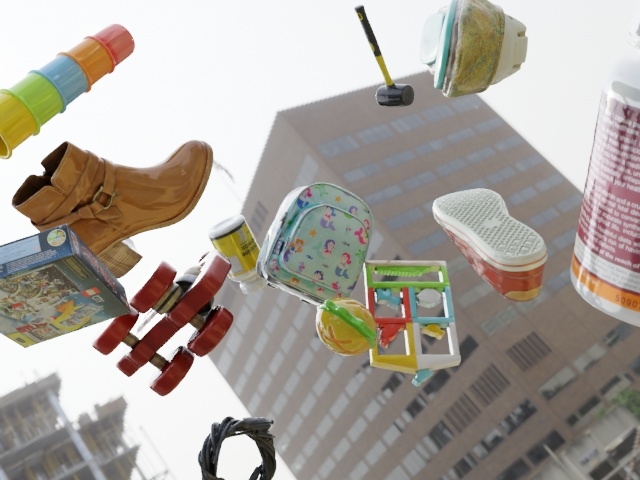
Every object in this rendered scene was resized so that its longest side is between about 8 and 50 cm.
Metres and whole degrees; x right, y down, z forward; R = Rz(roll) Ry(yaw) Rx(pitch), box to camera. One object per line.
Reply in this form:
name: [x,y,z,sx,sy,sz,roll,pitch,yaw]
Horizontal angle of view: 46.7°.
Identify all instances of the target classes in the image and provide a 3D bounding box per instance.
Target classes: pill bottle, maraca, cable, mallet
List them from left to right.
cable: [-0.137,0.359,1.188,0.184,0.047,0.150,14,-96,-57]
pill bottle: [-0.198,0.036,1.840,0.103,0.184,0.103,-23,18,8]
maraca: [0.048,0.152,1.334,0.099,0.127,0.185,-56,-6,-15]
mallet: [0.105,-0.301,1.224,0.039,0.062,0.189,-51,-44,-30]
pill bottle: [0.448,-0.104,0.904,0.224,0.224,0.392,-23,-55,-37]

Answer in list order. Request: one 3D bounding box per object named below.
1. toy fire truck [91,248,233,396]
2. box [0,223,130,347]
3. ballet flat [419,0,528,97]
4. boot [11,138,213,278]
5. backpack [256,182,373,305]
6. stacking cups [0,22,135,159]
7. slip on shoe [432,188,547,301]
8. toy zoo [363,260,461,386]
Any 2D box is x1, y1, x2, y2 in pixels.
toy fire truck: [-0.274,0.124,1.404,0.302,0.169,0.254,-45,14,24]
box: [-0.360,0.067,0.965,0.159,0.044,0.233,-19,-23,-5]
ballet flat: [0.188,-0.234,0.888,0.123,0.123,0.348,-46,8,14]
boot: [-0.318,-0.095,1.156,0.283,0.109,0.220,-46,-46,-2]
backpack: [0.000,0.000,1.639,0.191,0.225,0.253,-17,49,67]
stacking cups: [-0.429,-0.262,1.228,0.316,0.096,0.096,-49,-14,-32]
slip on shoe: [0.271,-0.003,1.224,0.123,0.331,0.101,-15,-64,-7]
toy zoo: [0.198,0.176,1.621,0.192,0.293,0.030,1,-32,-4]
